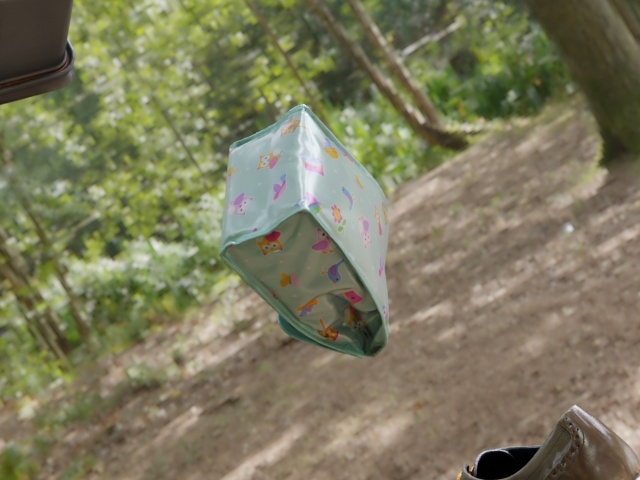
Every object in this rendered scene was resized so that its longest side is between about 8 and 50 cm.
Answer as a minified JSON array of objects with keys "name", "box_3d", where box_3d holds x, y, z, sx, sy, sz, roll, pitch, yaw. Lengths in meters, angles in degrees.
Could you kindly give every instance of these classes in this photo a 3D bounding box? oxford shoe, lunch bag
[{"name":"oxford shoe","box_3d":[0.177,0.272,1.225,0.130,0.132,0.363,-25,-15,-46]},{"name":"lunch bag","box_3d":[0.000,0.000,1.595,0.160,0.262,0.223,-26,38,22]}]

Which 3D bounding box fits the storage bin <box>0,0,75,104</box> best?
[{"name":"storage bin","box_3d":[-0.197,-0.167,0.778,0.098,0.135,0.091,-20,-18,-31]}]
